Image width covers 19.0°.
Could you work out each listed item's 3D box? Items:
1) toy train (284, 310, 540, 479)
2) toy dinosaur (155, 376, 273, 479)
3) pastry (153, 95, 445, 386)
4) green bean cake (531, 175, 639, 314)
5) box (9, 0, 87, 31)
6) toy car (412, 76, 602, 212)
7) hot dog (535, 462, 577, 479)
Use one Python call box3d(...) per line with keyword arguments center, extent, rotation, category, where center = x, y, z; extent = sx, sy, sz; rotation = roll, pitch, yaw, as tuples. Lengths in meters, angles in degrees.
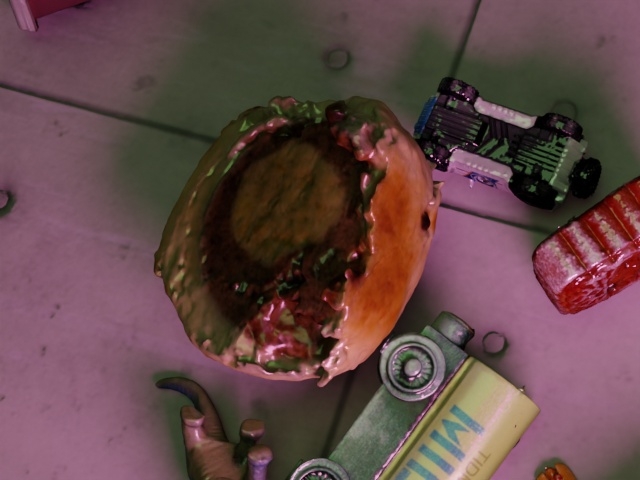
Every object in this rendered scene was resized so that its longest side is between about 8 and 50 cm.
box3d(center=(0.076, 0.192, 1.647), extent=(0.157, 0.105, 0.253), rotation=(37, 84, 5), category="toy train")
box3d(center=(-0.092, 0.243, 1.695), extent=(0.075, 0.188, 0.248), rotation=(-8, 34, -26), category="toy dinosaur")
box3d(center=(-0.007, 0.006, 1.679), extent=(0.236, 0.170, 0.256), rotation=(7, 76, 46), category="pastry")
box3d(center=(0.250, 0.007, 1.638), extent=(0.135, 0.135, 0.056), rotation=(-34, 71, 1), category="green bean cake")
box3d(center=(-0.240, -0.341, 1.768), extent=(0.167, 0.294, 0.193), rotation=(-15, 72, -5), category="box")
box3d(center=(0.168, -0.081, 1.714), extent=(0.170, 0.070, 0.080), rotation=(21, 79, 18), category="toy car")
box3d(center=(0.215, 0.230, 1.641), extent=(0.037, 0.021, 0.083), rotation=(-35, 69, 1), category="hot dog")
